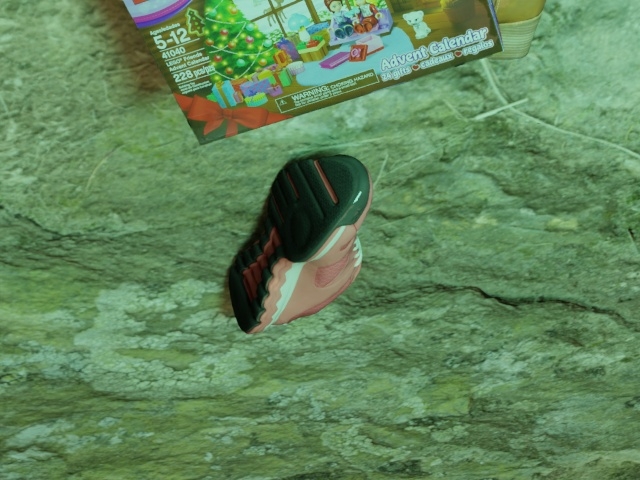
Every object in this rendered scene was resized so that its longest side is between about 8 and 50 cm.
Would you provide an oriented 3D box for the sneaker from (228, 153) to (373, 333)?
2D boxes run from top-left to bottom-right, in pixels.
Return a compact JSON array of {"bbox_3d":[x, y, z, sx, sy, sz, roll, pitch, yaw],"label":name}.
[{"bbox_3d":[0.000,0.000,1.319,0.136,0.116,0.314,-3,148,-32],"label":"sneaker"}]

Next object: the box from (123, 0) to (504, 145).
[{"bbox_3d":[-0.011,-0.212,0.938,0.293,0.057,0.201,-16,126,14],"label":"box"}]

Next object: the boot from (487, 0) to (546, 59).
[{"bbox_3d":[0.127,-0.251,1.072,0.197,0.073,0.152,-6,133,-9],"label":"boot"}]
